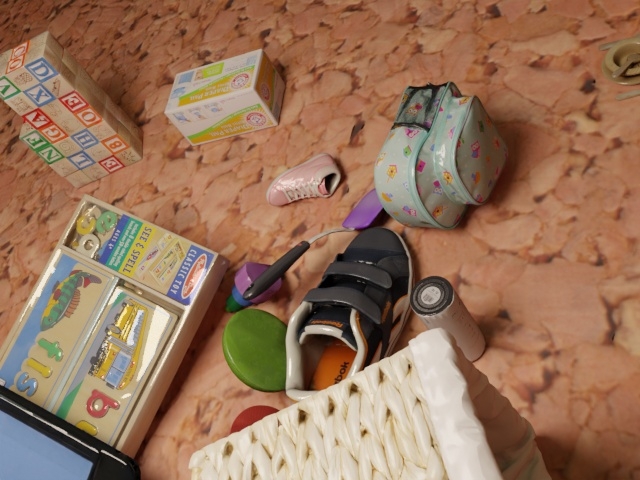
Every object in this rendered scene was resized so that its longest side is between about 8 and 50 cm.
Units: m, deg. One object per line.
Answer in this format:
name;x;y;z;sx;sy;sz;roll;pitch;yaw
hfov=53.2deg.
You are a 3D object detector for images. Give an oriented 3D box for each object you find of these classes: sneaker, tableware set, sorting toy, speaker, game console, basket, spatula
sneaker;0.043;0.098;0.859;0.126;0.127;0.321;-2;56;29
tableware set;0.512;-0.283;0.929;0.194;0.039;0.128;-13;53;20
sorting toy;-0.108;0.200;0.904;0.126;0.127;0.366;-44;38;35
speaker;0.159;0.100;0.786;0.055;0.136;0.055;-18;49;22
game console;-0.423;0.357;0.811;0.293;0.173;0.250;24;98;10
sneaker;-0.026;-0.091;1.074;0.134;0.051;0.070;-32;44;-1
basket;0.092;0.315;0.554;0.266;0.331;0.328;-27;49;16
spatula;0.000;0.000;0.958;0.296;0.030;0.084;-35;17;-23

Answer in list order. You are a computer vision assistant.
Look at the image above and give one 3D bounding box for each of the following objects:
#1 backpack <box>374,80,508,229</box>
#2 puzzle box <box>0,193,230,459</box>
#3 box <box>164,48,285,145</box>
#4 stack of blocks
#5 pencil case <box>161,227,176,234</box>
backpack;0.168;-0.109;0.907;0.144;0.166;0.188;17;69;46
puzzle box;-0.342;0.158;0.972;0.272;0.052;0.409;22;81;19
box;-0.185;-0.278;1.255;0.203;0.103;0.114;-10;54;22
stack of blocks;-0.517;-0.251;1.285;0.171;0.297;0.087;-21;51;13
pencil case;-0.294;0.079;1.082;0.088;0.086;0.206;-33;37;51
